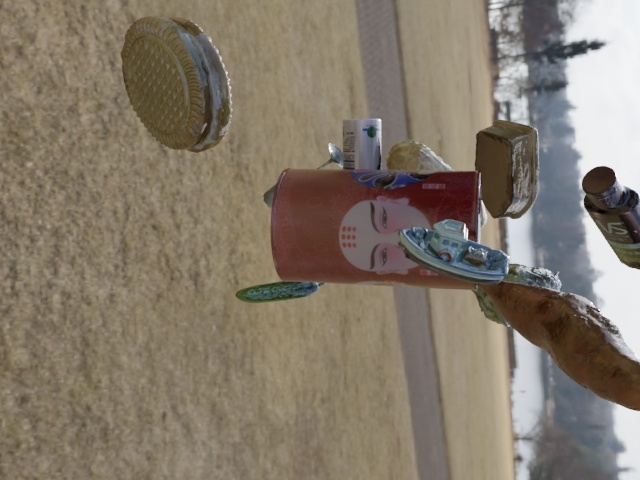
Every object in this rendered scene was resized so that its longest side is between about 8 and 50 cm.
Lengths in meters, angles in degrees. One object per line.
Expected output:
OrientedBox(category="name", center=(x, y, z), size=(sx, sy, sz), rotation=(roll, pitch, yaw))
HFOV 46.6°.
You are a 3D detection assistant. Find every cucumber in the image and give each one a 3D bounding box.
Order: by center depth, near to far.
OrientedBox(category="cucumber", center=(-0.106, 0.140, 2.018), size=(0.056, 0.250, 0.056), rotation=(174, -90, -83))

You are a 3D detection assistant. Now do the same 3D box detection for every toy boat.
OrientedBox(category="toy boat", center=(0.164, 0.009, 0.902), size=(0.059, 0.140, 0.066), rotation=(-74, 179, -52))
OrientedBox(category="toy boat", center=(0.340, -0.120, 1.366), size=(0.116, 0.061, 0.188), rotation=(32, -45, 54))

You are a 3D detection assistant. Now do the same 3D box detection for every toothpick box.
OrientedBox(category="toothpick box", center=(0.102, -0.022, 1.263), size=(0.204, 0.333, 0.204), rotation=(1, 90, -77))

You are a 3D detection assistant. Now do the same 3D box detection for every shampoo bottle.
OrientedBox(category="shampoo bottle", center=(0.669, -0.044, 1.640), size=(0.323, 0.129, 0.084), rotation=(41, 69, -41))
OrientedBox(category="shampoo bottle", center=(0.098, -0.131, 1.732), size=(0.092, 0.092, 0.303), rotation=(-26, 115, -71))

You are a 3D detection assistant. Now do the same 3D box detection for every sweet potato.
OrientedBox(category="sweet potato", center=(0.345, 0.129, 0.998), size=(0.354, 0.106, 0.095), rotation=(44, -62, 61))

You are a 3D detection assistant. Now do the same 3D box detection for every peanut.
OrientedBox(category="peanut", center=(0.260, -0.122, 1.698), size=(0.130, 0.290, 0.130), rotation=(-41, 158, -20))

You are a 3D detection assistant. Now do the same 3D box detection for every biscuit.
OrientedBox(category="biscuit", center=(-0.260, -0.276, 1.325), size=(0.079, 0.259, 0.259), rotation=(-27, 115, -38))

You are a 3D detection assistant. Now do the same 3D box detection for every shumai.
OrientedBox(category="shumai", center=(0.426, 0.102, 1.640), size=(0.142, 0.184, 0.184), rotation=(54, -4, 36))

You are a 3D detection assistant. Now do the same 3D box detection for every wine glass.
OrientedBox(category="wine glass", center=(-0.051, -0.160, 1.942), size=(0.074, 0.262, 0.074), rotation=(34, 40, -34))
